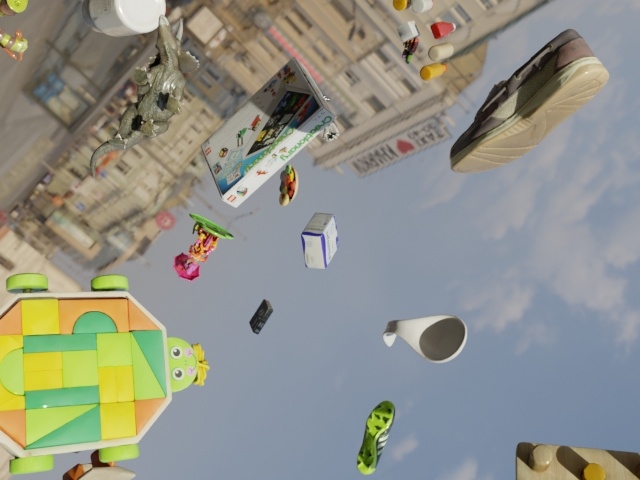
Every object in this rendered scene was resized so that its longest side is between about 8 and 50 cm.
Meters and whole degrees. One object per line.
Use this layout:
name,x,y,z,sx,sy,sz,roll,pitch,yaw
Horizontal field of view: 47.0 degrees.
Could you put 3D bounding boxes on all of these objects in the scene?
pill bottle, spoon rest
pill bottle,-0.487,-0.565,1.789,0.229,0.131,0.131,12,-121,48
spoon rest,0.266,0.253,1.942,0.276,0.084,0.137,-2,-125,48

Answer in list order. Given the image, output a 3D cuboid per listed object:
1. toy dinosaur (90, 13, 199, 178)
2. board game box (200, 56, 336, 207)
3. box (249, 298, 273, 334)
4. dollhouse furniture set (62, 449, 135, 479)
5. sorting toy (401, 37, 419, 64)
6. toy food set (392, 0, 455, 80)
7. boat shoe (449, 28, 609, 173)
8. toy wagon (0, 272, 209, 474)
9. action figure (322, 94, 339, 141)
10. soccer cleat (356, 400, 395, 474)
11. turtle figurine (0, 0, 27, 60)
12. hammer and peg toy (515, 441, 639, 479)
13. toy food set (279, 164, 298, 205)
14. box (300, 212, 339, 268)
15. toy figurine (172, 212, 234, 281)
toy dinosaur,-0.298,-0.233,1.302,0.314,0.121,0.160,-63,-175,17
board game box,-0.124,-0.239,1.625,0.305,0.053,0.193,-40,-130,16
box,-0.166,0.212,2.051,0.083,0.018,0.067,-57,-157,9
dollhouse furniture set,-0.390,0.272,1.231,0.259,0.135,0.262,-37,-125,20
sorting toy,0.244,-0.542,2.064,0.102,0.042,0.061,121,-15,-70
toy food set,0.285,-0.549,1.935,0.111,0.232,0.104,-22,-176,41
boat shoe,0.284,-0.191,1.060,0.285,0.102,0.093,-43,-125,53
toy wagon,-0.313,0.180,1.054,0.068,0.344,0.267,-28,-115,54
action figure,-0.040,-0.315,1.902,0.163,0.141,0.276,-11,-172,-1
soccer cleat,0.132,0.468,1.747,0.060,0.072,0.179,17,-107,23
turtle figurine,-0.630,-0.425,1.311,0.217,0.269,0.087,-9,-133,46
hammer and peg toy,0.444,0.518,1.204,0.265,0.127,0.362,4,-123,10
toy food set,-0.071,-0.122,1.605,0.083,0.020,0.083,131,-43,-54
box,0.000,0.000,2.307,0.072,0.126,0.137,6,-145,20
toy figurine,-0.312,0.033,1.874,0.159,0.130,0.173,-61,-162,3
